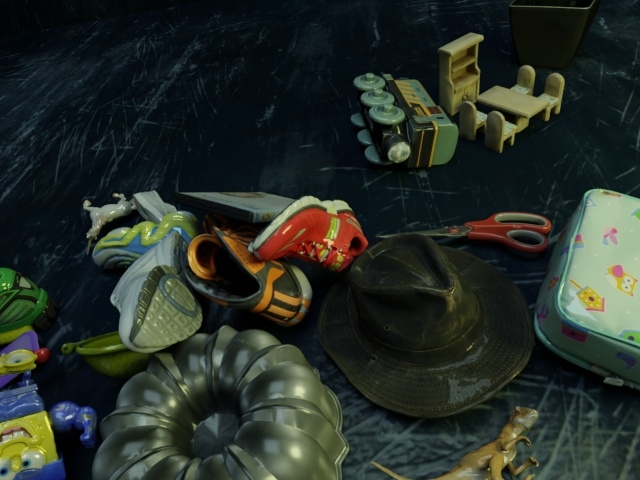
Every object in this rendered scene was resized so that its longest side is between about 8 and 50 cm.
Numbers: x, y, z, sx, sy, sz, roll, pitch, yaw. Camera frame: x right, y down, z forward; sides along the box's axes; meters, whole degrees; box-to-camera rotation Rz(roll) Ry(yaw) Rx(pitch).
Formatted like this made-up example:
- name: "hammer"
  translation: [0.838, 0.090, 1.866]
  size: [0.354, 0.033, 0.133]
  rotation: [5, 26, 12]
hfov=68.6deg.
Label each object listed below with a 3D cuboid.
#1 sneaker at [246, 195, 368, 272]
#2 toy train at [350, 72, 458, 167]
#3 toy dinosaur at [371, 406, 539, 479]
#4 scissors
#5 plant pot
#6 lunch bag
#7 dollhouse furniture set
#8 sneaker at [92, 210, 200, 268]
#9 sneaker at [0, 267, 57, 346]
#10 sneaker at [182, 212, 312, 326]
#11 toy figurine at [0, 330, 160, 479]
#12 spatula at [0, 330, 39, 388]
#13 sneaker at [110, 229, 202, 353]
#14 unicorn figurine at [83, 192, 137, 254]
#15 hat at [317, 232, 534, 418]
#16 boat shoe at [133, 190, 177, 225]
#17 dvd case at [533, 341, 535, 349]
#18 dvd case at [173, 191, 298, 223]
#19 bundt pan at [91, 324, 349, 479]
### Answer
- name: "sneaker"
  translation: [0.000, 0.000, 0.759]
  size: [0.118, 0.107, 0.279]
  rotation: [56, 32, 13]
- name: "toy train"
  translation: [0.181, -0.283, 1.080]
  size: [0.190, 0.142, 0.334]
  rotation: [-3, 40, -7]
- name: "toy dinosaur"
  translation: [0.181, 0.270, 0.544]
  size: [0.211, 0.064, 0.112]
  rotation: [-18, 23, -19]
- name: "scissors"
  translation: [0.253, -0.021, 0.835]
  size: [0.296, 0.021, 0.109]
  rotation: [4, 39, 14]
- name: "plant pot"
  translation: [0.612, -0.563, 1.235]
  size: [0.187, 0.167, 0.188]
  rotation: [20, 53, 31]
- name: "lunch bag"
  translation: [0.430, 0.070, 0.635]
  size: [0.223, 0.108, 0.279]
  rotation: [24, 55, 16]
- name: "dollhouse furniture set"
  translation: [0.393, -0.351, 1.067]
  size: [0.212, 0.161, 0.242]
  rotation: [-32, 45, -20]
- name: "sneaker"
  translation: [-0.338, 0.034, 0.898]
  size: [0.239, 0.091, 0.126]
  rotation: [-23, 61, 17]
- name: "sneaker"
  translation: [-0.674, 0.127, 0.844]
  size: [0.343, 0.147, 0.134]
  rotation: [-17, 42, -3]
- name: "sneaker"
  translation: [-0.154, 0.010, 0.789]
  size: [0.321, 0.180, 0.125]
  rotation: [38, 97, 42]
- name: "toy figurine"
  translation: [-0.394, 0.260, 0.657]
  size: [0.362, 0.218, 0.191]
  rotation: [-7, -9, -33]
- name: "spatula"
  translation: [-0.611, 0.248, 0.781]
  size: [0.296, 0.030, 0.084]
  rotation: [-28, 47, -15]
- name: "sneaker"
  translation: [-0.256, 0.089, 0.714]
  size: [0.129, 0.111, 0.297]
  rotation: [-30, 19, 1]
- name: "unicorn figurine"
  translation: [-0.482, -0.058, 1.055]
  size: [0.161, 0.060, 0.111]
  rotation: [-37, 46, -23]
- name: "hat"
  translation: [0.138, 0.074, 0.682]
  size: [0.330, 0.134, 0.332]
  rotation: [-11, 37, 8]
- name: "boat shoe"
  translation: [-0.345, -0.057, 1.022]
  size: [0.063, 0.066, 0.184]
  rotation: [-27, 40, -29]
- name: "dvd case"
  translation: [0.249, 0.126, 0.702]
  size: [0.119, 0.013, 0.087]
  rotation: [-5, 43, 12]
- name: "dvd case"
  translation: [-0.124, -0.068, 0.895]
  size: [0.180, 0.022, 0.253]
  rotation: [16, 13, 28]
- name: "bundt pan"
  translation: [-0.133, 0.243, 0.596]
  size: [0.330, 0.124, 0.331]
  rotation: [-7, 42, 6]
